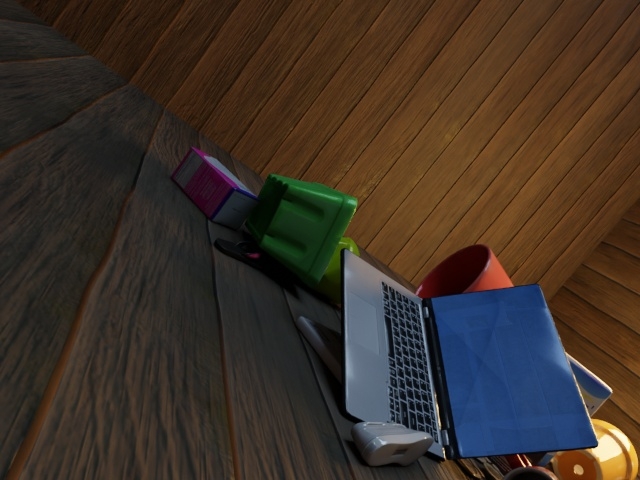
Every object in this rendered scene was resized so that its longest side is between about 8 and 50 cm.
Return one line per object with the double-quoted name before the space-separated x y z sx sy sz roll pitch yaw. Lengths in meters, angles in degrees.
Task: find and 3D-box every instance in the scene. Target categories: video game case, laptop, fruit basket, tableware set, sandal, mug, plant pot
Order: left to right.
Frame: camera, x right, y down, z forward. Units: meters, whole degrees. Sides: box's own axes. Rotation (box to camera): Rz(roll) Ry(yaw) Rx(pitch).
"sandal" -0.172 0.027 1.229 0.067 0.040 0.179 44 10 38
"fruit basket" 0.000 0.000 1.401 0.392 0.282 0.392 26 5 -2
"video game case" 0.071 0.256 1.063 0.206 0.026 0.227 30 10 -44
"laptop" 0.262 0.190 1.008 0.408 0.236 0.381 33 36 -27
"tableware set" 0.315 0.446 1.080 0.169 0.020 0.141 33 9 -28
"plant pot" 0.426 0.187 1.424 0.243 0.275 0.275 47 6 -9
"mug" 0.405 0.462 0.981 0.113 0.150 0.169 -2 -18 27
"plant pot" 0.752 0.624 1.464 0.188 0.205 0.205 6 29 -45

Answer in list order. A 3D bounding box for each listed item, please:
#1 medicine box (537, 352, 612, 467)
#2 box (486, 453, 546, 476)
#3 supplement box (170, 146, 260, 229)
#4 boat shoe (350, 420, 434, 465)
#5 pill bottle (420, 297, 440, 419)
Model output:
"medicine box" 0.580 0.418 1.437 0.263 0.289 0.149 37 8 -7
"box" 0.466 0.457 1.190 0.093 0.158 0.156 42 8 26
"supplement box" -0.289 -0.143 1.420 0.220 0.114 0.111 44 11 30
"boat shoe" 0.112 0.312 0.816 0.184 0.066 0.063 16 23 -45
"pill bottle" 0.242 0.258 1.242 0.181 0.181 0.323 29 12 -49
